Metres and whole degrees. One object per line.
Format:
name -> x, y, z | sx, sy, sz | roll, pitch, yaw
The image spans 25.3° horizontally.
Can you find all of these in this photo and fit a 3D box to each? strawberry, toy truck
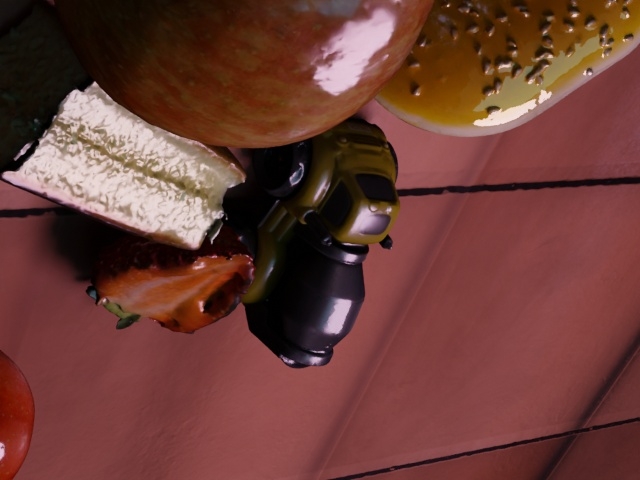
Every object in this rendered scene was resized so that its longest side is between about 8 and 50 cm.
strawberry -> -0.139, 0.024, 1.311 | 0.140, 0.085, 0.192 | 10, 151, -11
toy truck -> 0.000, 0.000, 1.361 | 0.147, 0.165, 0.224 | 6, 127, -42

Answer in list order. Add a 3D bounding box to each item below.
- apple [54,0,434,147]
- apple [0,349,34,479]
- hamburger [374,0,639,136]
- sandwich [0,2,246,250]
apple -> -0.057, -0.215, 0.987 | 0.250, 0.277, 0.309 | 5, 115, -22
apple -> -0.349, 0.158, 1.245 | 0.181, 0.181, 0.168 | -40, 144, 6
hamburger -> 0.151, -0.216, 1.200 | 0.295, 0.227, 0.151 | -36, 168, -6
sandwich -> -0.174, -0.082, 1.163 | 0.122, 0.128, 0.235 | -47, 144, 9
